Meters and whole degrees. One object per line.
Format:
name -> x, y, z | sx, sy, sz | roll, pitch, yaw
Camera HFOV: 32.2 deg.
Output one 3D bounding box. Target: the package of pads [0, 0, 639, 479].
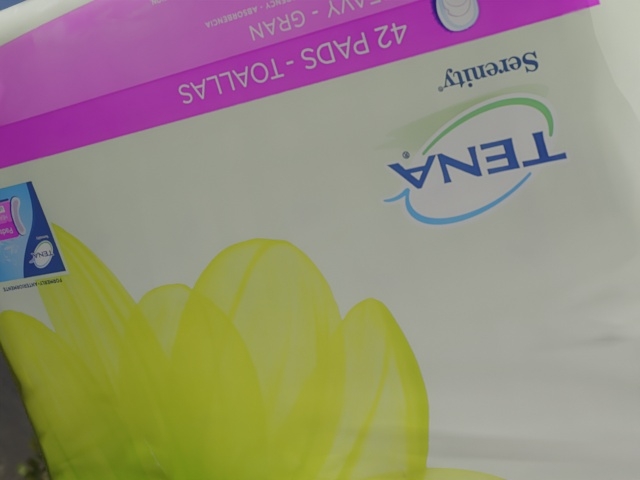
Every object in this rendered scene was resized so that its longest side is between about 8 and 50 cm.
package of pads -> 0.000, 0.000, 0.408 | 0.297, 0.101, 0.229 | -11, -77, 32
